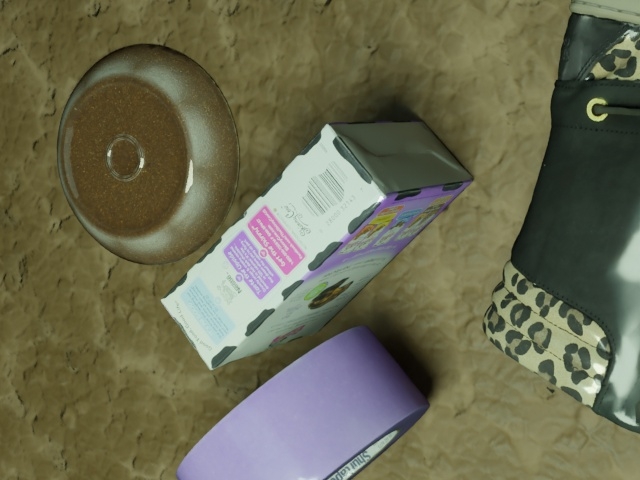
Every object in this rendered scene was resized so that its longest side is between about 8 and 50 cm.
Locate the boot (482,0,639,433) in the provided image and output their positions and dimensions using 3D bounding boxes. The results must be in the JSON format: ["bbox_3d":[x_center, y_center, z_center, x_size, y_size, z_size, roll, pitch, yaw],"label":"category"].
[{"bbox_3d":[0.290,0.000,0.750,0.377,0.138,0.284,26,107,27],"label":"boot"}]

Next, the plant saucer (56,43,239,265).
[{"bbox_3d":[-0.165,-0.074,1.042,0.198,0.036,0.199,4,99,28],"label":"plant saucer"}]

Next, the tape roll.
[{"bbox_3d":[-0.012,0.154,0.902,0.189,0.189,0.080,-45,76,25],"label":"tape roll"}]

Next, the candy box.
[{"bbox_3d":[0.000,0.000,0.890,0.196,0.165,0.070,-45,75,25],"label":"candy box"}]
